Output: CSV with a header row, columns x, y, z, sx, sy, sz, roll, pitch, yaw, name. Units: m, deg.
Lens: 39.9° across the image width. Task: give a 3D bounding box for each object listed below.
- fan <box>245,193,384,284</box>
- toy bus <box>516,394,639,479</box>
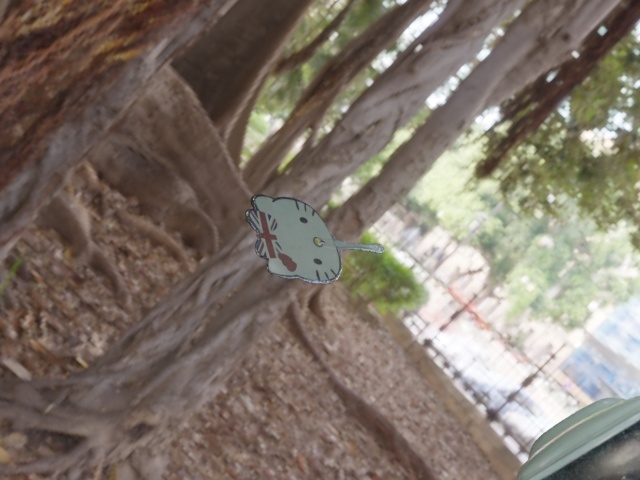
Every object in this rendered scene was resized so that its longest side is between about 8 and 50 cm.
x,y,z,sx,sy,sz,roll,pitch,yaw,name
0.000,0.000,0.459,0.083,0.004,0.056,5,51,-35,fan
0.213,0.191,0.589,0.165,0.133,0.271,59,6,22,toy bus
